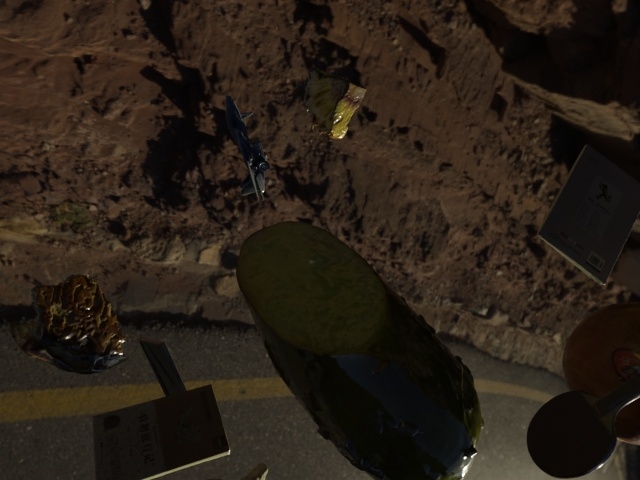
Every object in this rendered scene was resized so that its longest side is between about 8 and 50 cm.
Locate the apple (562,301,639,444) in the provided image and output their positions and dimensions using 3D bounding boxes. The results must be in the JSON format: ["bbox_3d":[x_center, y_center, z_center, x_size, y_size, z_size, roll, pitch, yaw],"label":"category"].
[{"bbox_3d":[0.904,0.364,1.399,0.400,0.333,0.401,-15,127,-20],"label":"apple"}]

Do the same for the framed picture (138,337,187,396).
[{"bbox_3d":[-0.471,0.420,1.491,0.023,0.189,0.260,-29,103,-37],"label":"framed picture"}]

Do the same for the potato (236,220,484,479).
[{"bbox_3d":[0.023,0.102,0.459,0.141,0.298,0.176,-38,161,-26],"label":"potato"}]

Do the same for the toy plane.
[{"bbox_3d":[-0.187,-0.249,1.262,0.088,0.212,0.267,-11,121,-7],"label":"toy plane"}]

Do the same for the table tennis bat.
[{"bbox_3d":[0.424,0.289,0.774,0.019,0.130,0.220,33,113,-23],"label":"table tennis bat"}]

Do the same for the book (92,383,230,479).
[{"bbox_3d":[-0.407,0.492,1.230,0.310,0.217,0.021,-11,128,-21],"label":"book"}]

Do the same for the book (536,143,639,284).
[{"bbox_3d":[0.408,-0.042,0.724,0.127,0.014,0.182,36,74,-4],"label":"book"}]

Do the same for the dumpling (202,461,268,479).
[{"bbox_3d":[-0.214,0.641,1.070,0.315,0.233,0.395,-44,168,-42],"label":"dumpling"}]

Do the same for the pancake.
[{"bbox_3d":[-0.538,0.203,1.049,0.212,0.056,0.258,-44,114,-57],"label":"pancake"}]

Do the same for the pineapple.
[{"bbox_3d":[0.043,-0.415,1.434,0.114,0.186,0.237,-2,70,-43],"label":"pineapple"}]
